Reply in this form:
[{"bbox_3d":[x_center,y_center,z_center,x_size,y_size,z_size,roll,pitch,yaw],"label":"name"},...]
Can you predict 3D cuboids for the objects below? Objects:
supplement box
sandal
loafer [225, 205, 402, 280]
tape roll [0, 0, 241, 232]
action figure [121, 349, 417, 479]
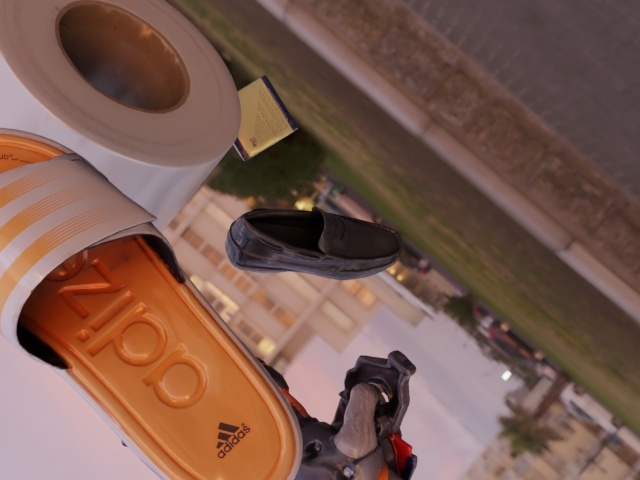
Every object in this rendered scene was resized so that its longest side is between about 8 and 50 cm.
[{"bbox_3d":[-0.087,-0.160,1.411,0.083,0.083,0.056,58,178,-7],"label":"supplement box"},{"bbox_3d":[-0.109,0.026,0.539,0.265,0.102,0.076,41,163,10],"label":"sandal"},{"bbox_3d":[0.000,0.000,1.262,0.223,0.078,0.076,2,-126,-22],"label":"loafer"},{"bbox_3d":[-0.216,-0.111,0.973,0.246,0.169,0.246,27,-141,-24],"label":"tape roll"},{"bbox_3d":[-0.038,0.269,1.174,0.330,0.341,0.178,19,-158,20],"label":"action figure"}]
